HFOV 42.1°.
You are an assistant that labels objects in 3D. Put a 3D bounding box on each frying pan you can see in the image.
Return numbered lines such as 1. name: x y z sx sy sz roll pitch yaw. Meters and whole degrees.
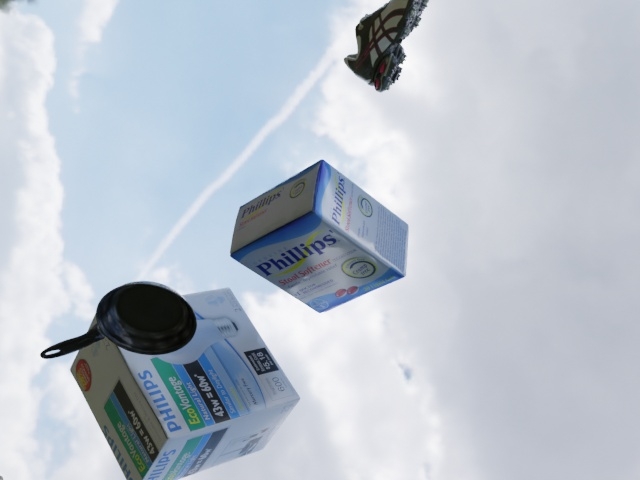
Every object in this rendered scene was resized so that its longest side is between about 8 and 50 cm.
1. frying pan: -0.387 0.185 1.667 0.326 0.197 0.053 -37 -150 27

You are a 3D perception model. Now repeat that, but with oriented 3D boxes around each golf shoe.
1. golf shoe: 0.130 -0.427 1.642 0.120 0.105 0.273 30 -53 11

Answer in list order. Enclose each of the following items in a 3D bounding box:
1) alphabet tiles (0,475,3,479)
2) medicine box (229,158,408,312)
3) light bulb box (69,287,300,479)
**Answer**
1. alphabet tiles: -0.672 0.448 1.348 0.284 0.278 0.021 -117 -162 -79
2. medicine box: 0.000 0.000 1.802 0.263 0.289 0.149 -27 -137 37
3. light bulb box: -0.310 0.325 1.889 0.358 0.361 0.225 53 -50 27
